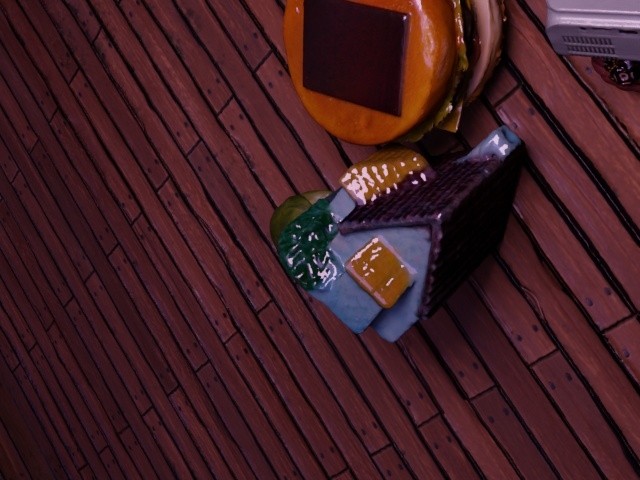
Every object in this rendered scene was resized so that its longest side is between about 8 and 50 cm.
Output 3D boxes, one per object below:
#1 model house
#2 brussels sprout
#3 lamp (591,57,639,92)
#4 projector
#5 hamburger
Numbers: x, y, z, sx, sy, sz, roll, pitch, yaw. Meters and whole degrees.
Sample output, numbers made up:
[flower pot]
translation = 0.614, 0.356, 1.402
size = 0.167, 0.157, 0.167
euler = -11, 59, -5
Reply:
[model house]
translation = 0.129, -0.044, 1.027
size = 0.230, 0.280, 0.248
euler = 42, 133, 7
[brussels sprout]
translation = -0.001, -0.008, 1.262
size = 0.183, 0.131, 0.145
euler = 15, 117, 40
[lamp]
translation = 0.376, -0.225, 0.922
size = 0.108, 0.092, 0.107
euler = 27, 156, 13
[projector]
translation = 0.374, -0.314, 0.829
size = 0.198, 0.108, 0.250
euler = 14, 80, 35
[hamburger]
translation = 0.105, -0.278, 1.039
size = 0.291, 0.225, 0.290
euler = 20, 121, 36
